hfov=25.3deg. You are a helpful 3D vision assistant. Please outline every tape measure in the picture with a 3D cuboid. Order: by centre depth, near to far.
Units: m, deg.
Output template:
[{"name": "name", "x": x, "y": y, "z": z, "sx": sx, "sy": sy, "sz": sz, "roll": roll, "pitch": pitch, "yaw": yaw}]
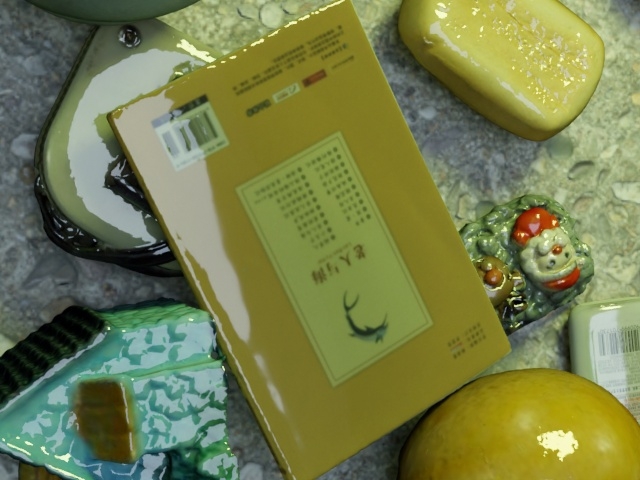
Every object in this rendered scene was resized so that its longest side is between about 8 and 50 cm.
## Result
[{"name": "tape measure", "x": -0.128, "y": -0.065, "z": 1.349, "sx": 0.271, "sy": 0.133, "sz": 0.231, "roll": 26, "pitch": 84, "yaw": -18}]

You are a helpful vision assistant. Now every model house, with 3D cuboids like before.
[{"name": "model house", "x": -0.213, "y": 0.175, "z": 1.257, "sx": 0.241, "sy": 0.261, "sz": 0.226, "roll": -4, "pitch": 92, "yaw": -17}]

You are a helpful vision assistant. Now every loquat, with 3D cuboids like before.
[{"name": "loquat", "x": 0.204, "y": 0.248, "z": 1.384, "sx": 0.263, "sy": 0.263, "sz": 0.263, "roll": 0, "pitch": 91, "yaw": -16}]

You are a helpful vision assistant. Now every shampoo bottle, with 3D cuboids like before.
[{"name": "shampoo bottle", "x": 0.322, "y": 0.173, "z": 1.522, "sx": 0.108, "sy": 0.051, "sz": 0.221, "roll": -7, "pitch": 93, "yaw": -17}]

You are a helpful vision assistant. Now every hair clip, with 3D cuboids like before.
[{"name": "hair clip", "x": 0.141, "y": 0.060, "z": 1.447, "sx": 0.321, "sy": 0.091, "sz": 0.138, "roll": -30, "pitch": 96, "yaw": -15}]

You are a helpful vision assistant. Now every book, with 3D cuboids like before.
[{"name": "book", "x": 0.000, "y": 0.000, "z": 1.324, "sx": 0.269, "sy": 0.032, "sz": 0.389, "roll": -28, "pitch": 101, "yaw": -22}]

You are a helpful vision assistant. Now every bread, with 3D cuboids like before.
[{"name": "bread", "x": 0.179, "y": -0.200, "z": 1.450, "sx": 0.217, "sy": 0.098, "sz": 0.147, "roll": 39, "pitch": 80, "yaw": -16}]

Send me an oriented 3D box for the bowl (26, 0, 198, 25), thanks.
[{"name": "bowl", "x": -0.194, "y": -0.307, "z": 1.271, "sx": 0.307, "sy": 0.163, "sz": 0.307, "roll": 7, "pitch": 47, "yaw": -8}]
